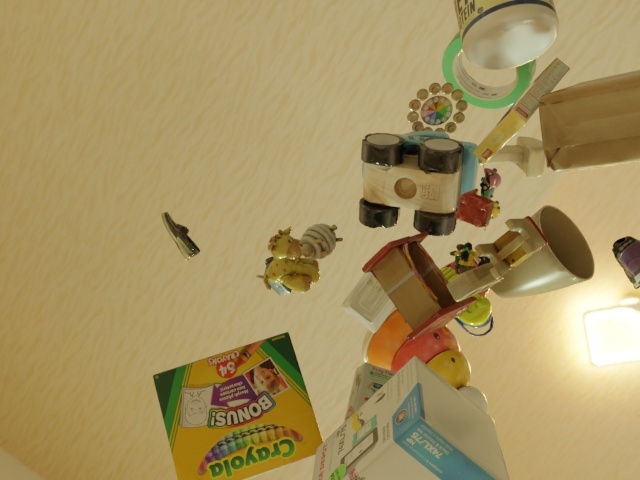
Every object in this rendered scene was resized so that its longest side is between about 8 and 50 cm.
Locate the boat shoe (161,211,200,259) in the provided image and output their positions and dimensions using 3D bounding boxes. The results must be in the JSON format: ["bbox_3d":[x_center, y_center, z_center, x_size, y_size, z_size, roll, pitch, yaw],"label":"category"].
[{"bbox_3d":[-0.380,-0.019,1.848,0.152,0.049,0.056,62,-179,-27],"label":"boat shoe"}]

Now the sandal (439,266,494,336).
[{"bbox_3d":[0.430,0.198,2.102,0.138,0.126,0.317,53,180,-34],"label":"sandal"}]

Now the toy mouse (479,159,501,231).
[{"bbox_3d":[0.381,-0.121,1.514,0.031,0.161,0.143,-3,-118,3],"label":"toy mouse"}]

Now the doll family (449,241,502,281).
[{"bbox_3d":[0.462,0.055,1.980,0.193,0.111,0.076,6,-170,28],"label":"doll family"}]

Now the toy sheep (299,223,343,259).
[{"bbox_3d":[0.000,0.000,1.615,0.091,0.091,0.132,39,-132,16],"label":"toy sheep"}]

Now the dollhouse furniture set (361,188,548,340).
[{"bbox_3d":[0.284,0.030,1.419,0.152,0.374,0.201,-13,-115,-47],"label":"dollhouse furniture set"}]

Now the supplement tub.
[{"bbox_3d":[0.457,-0.630,1.728,0.235,0.235,0.324,14,-118,-45],"label":"supplement tub"}]

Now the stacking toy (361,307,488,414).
[{"bbox_3d":[0.403,0.443,2.337,0.351,0.350,0.480,14,-157,-45],"label":"stacking toy"}]

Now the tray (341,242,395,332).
[{"bbox_3d":[0.192,0.153,2.183,0.145,0.270,0.030,38,-167,16],"label":"tray"}]

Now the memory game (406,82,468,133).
[{"bbox_3d":[0.349,-0.386,2.028,0.186,0.186,0.012,25,-150,-23],"label":"memory game"}]

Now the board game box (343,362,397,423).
[{"bbox_3d":[0.167,0.474,1.630,0.224,0.303,0.097,18,156,-5],"label":"board game box"}]

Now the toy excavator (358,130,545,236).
[{"bbox_3d":[0.347,-0.197,1.762,0.433,0.222,0.445,10,-151,19],"label":"toy excavator"}]

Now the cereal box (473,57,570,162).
[{"bbox_3d":[0.462,-0.297,1.562,0.047,0.173,0.240,41,-121,3],"label":"cereal box"}]

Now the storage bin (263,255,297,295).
[{"bbox_3d":[-0.153,0.134,2.472,0.135,0.098,0.091,47,-138,-30],"label":"storage bin"}]

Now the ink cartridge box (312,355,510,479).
[{"bbox_3d":[0.142,0.383,1.144,0.197,0.270,0.198,40,-163,-9],"label":"ink cartridge box"}]

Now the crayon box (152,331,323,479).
[{"bbox_3d":[-0.205,0.441,1.723,0.106,0.363,0.313,91,161,-69],"label":"crayon box"}]

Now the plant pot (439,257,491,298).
[{"bbox_3d":[0.527,0.150,2.467,0.191,0.174,0.191,42,-163,-16],"label":"plant pot"}]

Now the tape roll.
[{"bbox_3d":[0.596,-0.618,2.412,0.321,0.321,0.077,33,-123,-2],"label":"tape roll"}]

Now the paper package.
[{"bbox_3d":[0.658,-0.267,1.422,0.310,0.168,0.325,-6,-169,34],"label":"paper package"}]

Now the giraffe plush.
[{"bbox_3d":[-0.105,0.052,2.195,0.210,0.170,0.181,0,-151,-3],"label":"giraffe plush"}]

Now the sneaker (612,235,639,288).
[{"bbox_3d":[0.818,0.043,1.750,0.124,0.107,0.283,54,-167,21],"label":"sneaker"}]

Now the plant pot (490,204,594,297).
[{"bbox_3d":[0.659,0.068,2.120,0.257,0.274,0.256,23,-132,-29],"label":"plant pot"}]
